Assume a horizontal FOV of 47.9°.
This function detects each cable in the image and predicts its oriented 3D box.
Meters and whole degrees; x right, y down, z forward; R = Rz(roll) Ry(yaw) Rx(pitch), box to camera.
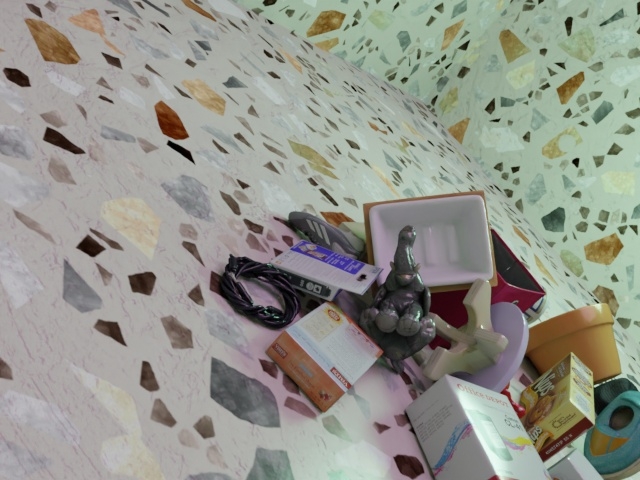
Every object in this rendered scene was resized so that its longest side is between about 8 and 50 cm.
[{"bbox_3d":[-0.108,0.102,1.396,0.184,0.047,0.150,32,27,-27],"label":"cable"}]

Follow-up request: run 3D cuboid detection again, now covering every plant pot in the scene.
[{"bbox_3d":[0.757,0.336,2.146,0.291,0.291,0.203,10,56,-53],"label":"plant pot"}]

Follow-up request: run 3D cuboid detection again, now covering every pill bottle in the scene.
[{"bbox_3d":[0.600,0.149,2.339,0.265,0.153,0.153,36,23,-18],"label":"pill bottle"}]

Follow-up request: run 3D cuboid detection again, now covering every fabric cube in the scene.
[{"bbox_3d":[0.379,0.118,1.897,0.254,0.258,0.259,15,35,-50],"label":"fabric cube"}]

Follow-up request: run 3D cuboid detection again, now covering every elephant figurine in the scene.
[{"bbox_3d":[0.181,0.126,1.569,0.169,0.186,0.239,34,43,-20],"label":"elephant figurine"}]

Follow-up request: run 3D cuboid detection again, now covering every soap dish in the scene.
[{"bbox_3d":[0.254,0.012,1.701,0.118,0.291,0.229,70,14,-80],"label":"soap dish"}]

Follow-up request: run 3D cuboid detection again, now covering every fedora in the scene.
[{"bbox_3d":[0.923,0.521,2.213,0.334,0.152,0.334,35,23,-18],"label":"fedora"}]

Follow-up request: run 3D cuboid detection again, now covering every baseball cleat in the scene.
[{"bbox_3d":[0.000,0.000,1.724,0.206,0.109,0.072,22,-21,17],"label":"baseball cleat"}]

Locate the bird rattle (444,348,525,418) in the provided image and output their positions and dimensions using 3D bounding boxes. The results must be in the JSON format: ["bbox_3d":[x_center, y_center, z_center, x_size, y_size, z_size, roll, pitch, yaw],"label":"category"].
[{"bbox_3d":[0.429,0.342,1.767,0.253,0.143,0.207,61,12,30],"label":"bird rattle"}]

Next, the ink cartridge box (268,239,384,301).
[{"bbox_3d":[0.014,0.070,1.554,0.208,0.045,0.206,19,18,14],"label":"ink cartridge box"}]

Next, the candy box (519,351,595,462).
[{"bbox_3d":[0.588,0.416,1.806,0.087,0.183,0.316,46,23,6],"label":"candy box"}]

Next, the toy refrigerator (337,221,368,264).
[{"bbox_3d":[0.128,0.019,1.879,0.102,0.094,0.269,44,21,22],"label":"toy refrigerator"}]

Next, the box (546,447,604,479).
[{"bbox_3d":[0.491,0.530,1.463,0.130,0.170,0.091,53,24,21],"label":"box"}]

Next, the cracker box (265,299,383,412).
[{"bbox_3d":[0.014,0.212,1.376,0.156,0.067,0.232,45,22,9],"label":"cracker box"}]

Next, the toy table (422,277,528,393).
[{"bbox_3d":[0.338,0.226,1.618,0.161,0.252,0.274,45,59,-36],"label":"toy table"}]

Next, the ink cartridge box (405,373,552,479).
[{"bbox_3d":[0.327,0.438,1.412,0.226,0.131,0.306,25,30,-36],"label":"ink cartridge box"}]

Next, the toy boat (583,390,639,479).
[{"bbox_3d":[0.756,0.496,1.940,0.148,0.267,0.318,42,-9,-21],"label":"toy boat"}]
